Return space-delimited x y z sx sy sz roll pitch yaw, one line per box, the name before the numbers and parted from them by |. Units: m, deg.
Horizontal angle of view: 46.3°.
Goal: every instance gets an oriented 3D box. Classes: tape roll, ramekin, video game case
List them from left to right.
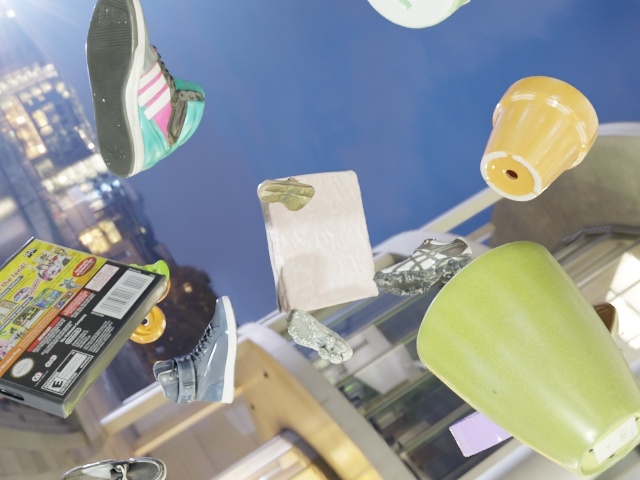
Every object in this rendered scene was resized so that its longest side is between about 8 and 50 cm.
video game case | -0.399 0.114 1.095 0.248 0.275 0.035 14 -50 14
ramekin | 0.228 -0.644 1.727 0.303 0.148 0.303 23 -38 20
tape roll | 0.492 0.484 2.039 0.090 0.274 0.275 62 -16 14

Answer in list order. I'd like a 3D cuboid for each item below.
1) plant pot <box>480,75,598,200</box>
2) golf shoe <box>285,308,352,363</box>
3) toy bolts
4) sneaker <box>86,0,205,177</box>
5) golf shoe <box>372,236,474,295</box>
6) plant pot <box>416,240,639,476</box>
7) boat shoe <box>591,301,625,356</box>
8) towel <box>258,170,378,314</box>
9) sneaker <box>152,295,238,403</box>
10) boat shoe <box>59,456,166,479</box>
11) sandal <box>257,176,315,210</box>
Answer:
plant pot | 0.416 -0.187 1.486 0.205 0.188 0.205 29 -29 18
golf shoe | -0.002 0.219 1.694 0.176 0.069 0.086 37 7 26
toy bolts | -0.490 0.169 1.879 0.158 0.228 0.218 113 -29 -66
sneaker | -0.272 -0.263 1.223 0.123 0.178 0.296 21 -60 27
golf shoe | 0.197 0.047 1.444 0.077 0.198 0.094 64 20 -49
plant pot | 0.340 0.195 1.129 0.293 0.274 0.275 51 -19 43
boat shoe | 0.574 0.272 1.588 0.089 0.285 0.104 25 -5 -29
towel | 0.000 0.000 1.854 0.053 0.316 0.332 -11 -91 49
sneaker | -0.252 0.222 1.501 0.086 0.163 0.226 -145 -121 -71
boat shoe | -0.252 0.287 0.908 0.038 0.125 0.046 96 -11 -64
sandal | -0.072 -0.106 1.561 0.180 0.072 0.049 10 42 -55
